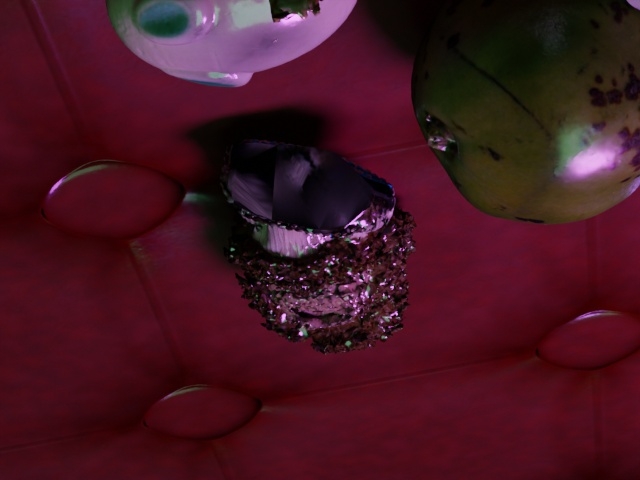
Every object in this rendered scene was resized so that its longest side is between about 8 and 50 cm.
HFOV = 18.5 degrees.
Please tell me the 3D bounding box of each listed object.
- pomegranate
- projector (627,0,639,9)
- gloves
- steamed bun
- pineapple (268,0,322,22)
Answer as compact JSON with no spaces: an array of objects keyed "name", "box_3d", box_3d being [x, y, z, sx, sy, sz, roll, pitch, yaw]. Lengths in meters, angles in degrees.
[{"name":"pomegranate","box_3d":[0.216,-0.137,1.784,0.270,0.254,0.254,-15,150,-17]},{"name":"projector","box_3d":[0.387,-0.239,1.678,0.242,0.163,0.177,20,179,-37]},{"name":"gloves","box_3d":[0.004,0.005,2.039,0.210,0.135,0.312,-6,148,-4]},{"name":"steamed bun","box_3d":[-0.072,-0.212,1.684,0.228,0.131,0.177,-15,148,6]},{"name":"pineapple","box_3d":[0.039,-0.302,1.424,0.209,0.286,0.344,-23,146,21]}]
